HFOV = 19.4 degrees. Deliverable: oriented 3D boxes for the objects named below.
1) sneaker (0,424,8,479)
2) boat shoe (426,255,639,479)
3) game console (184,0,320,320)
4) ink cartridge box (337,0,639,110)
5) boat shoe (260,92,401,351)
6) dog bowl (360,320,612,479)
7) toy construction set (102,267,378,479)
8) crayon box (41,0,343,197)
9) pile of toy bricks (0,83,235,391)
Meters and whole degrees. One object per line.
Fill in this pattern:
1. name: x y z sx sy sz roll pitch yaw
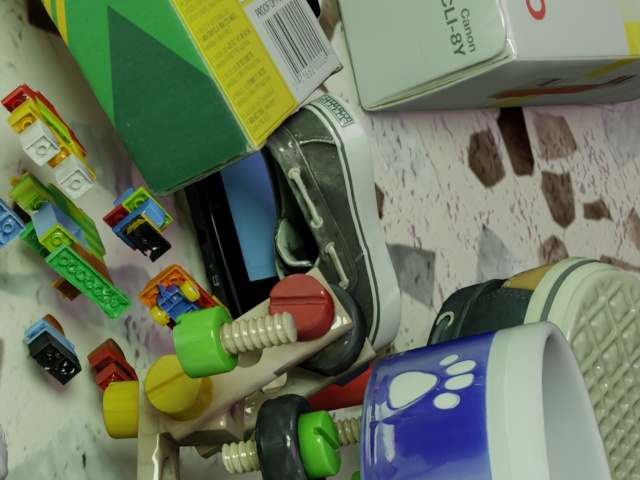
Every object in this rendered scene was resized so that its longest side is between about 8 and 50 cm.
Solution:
1. sneaker: -0.291 0.201 0.910 0.366 0.137 0.210 -10 93 -55
2. boat shoe: 0.116 0.255 1.314 0.187 0.156 0.500 20 77 -45
3. game console: -0.064 -0.105 1.323 0.213 0.044 0.361 -12 86 -48
4. ink cartridge box: 0.178 -0.261 1.551 0.384 0.160 0.279 -7 81 -48
5. boat shoe: 0.000 0.000 1.273 0.070 0.078 0.219 -30 133 -19
6. dog bowl: 0.110 0.185 1.087 0.265 0.104 0.265 -12 90 -75
7. toy construction set: -0.067 0.152 1.125 0.309 0.237 0.257 -36 113 -74
8. crayon box: -0.117 -0.207 1.171 0.318 0.081 0.202 61 24 -10
9. pile of toy bricks: -0.151 0.001 1.156 0.212 0.118 0.105 48 7 -35
